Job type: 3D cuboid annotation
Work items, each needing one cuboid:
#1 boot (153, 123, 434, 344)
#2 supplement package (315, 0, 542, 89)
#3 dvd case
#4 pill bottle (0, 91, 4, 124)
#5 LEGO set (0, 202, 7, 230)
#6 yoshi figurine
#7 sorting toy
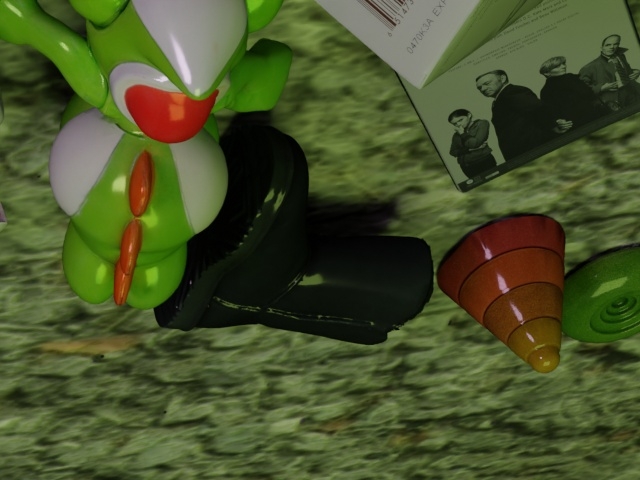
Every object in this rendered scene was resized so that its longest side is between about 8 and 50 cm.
[{"bbox_3d":[0.000,0.000,1.530,0.207,0.094,0.246,4,146,-25],"label":"boot"},{"bbox_3d":[0.091,-0.192,1.237,0.179,0.105,0.105,-38,166,-49],"label":"supplement package"},{"bbox_3d":[0.152,-0.140,1.475,0.179,0.030,0.239,-24,145,7],"label":"dvd case"},{"bbox_3d":[-0.304,-0.096,1.244,0.184,0.103,0.103,-17,145,-4],"label":"pill bottle"},{"bbox_3d":[-0.348,-0.017,1.352,0.227,0.087,0.093,0,144,-36],"label":"LEGO set"},{"bbox_3d":[-0.111,-0.128,1.283,0.203,0.203,0.362,-35,150,-48],"label":"yoshi figurine"},{"bbox_3d":[0.270,0.085,1.757,0.365,0.126,0.127,14,133,-38],"label":"sorting toy"}]
